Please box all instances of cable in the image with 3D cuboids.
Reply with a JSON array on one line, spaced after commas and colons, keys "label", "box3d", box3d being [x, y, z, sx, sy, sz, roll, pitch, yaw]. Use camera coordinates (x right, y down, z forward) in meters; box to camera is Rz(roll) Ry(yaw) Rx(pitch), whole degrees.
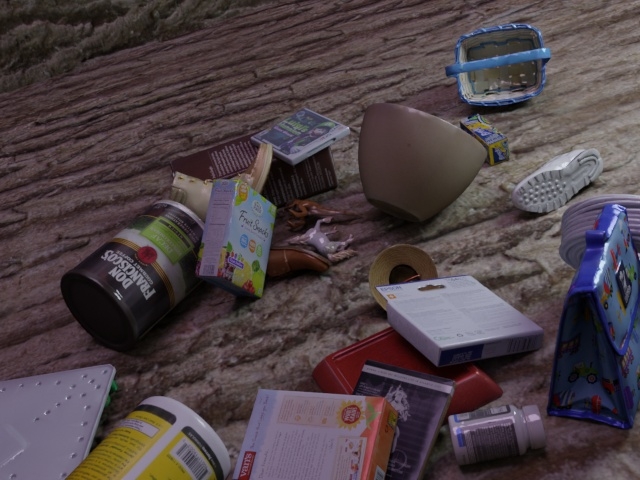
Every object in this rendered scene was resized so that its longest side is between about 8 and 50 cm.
[{"label": "cable", "box3d": [0.539, 0.011, 1.497, 0.257, 0.257, 0.089, -13, 55, 55]}]

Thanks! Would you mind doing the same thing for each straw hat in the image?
[{"label": "straw hat", "box3d": [0.164, 0.082, 1.706, 0.144, 0.145, 0.061, -12, -9, 6]}]

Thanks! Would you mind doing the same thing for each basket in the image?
[{"label": "basket", "box3d": [0.464, -0.448, 2.234, 0.254, 0.201, 0.289, -5, 3, 18]}]

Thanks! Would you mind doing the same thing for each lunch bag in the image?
[{"label": "lunch bag", "box3d": [0.430, 0.101, 1.351, 0.138, 0.293, 0.221, 5, 38, 31]}]

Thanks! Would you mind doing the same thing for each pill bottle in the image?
[{"label": "pill bottle", "box3d": [0.269, 0.294, 1.331, 0.137, 0.078, 0.078, -11, 32, 7]}, {"label": "pill bottle", "box3d": [-0.302, 0.408, 1.306, 0.187, 0.188, 0.334, 10, 40, 35]}]

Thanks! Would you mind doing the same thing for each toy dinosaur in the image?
[{"label": "toy dinosaur", "box3d": [-0.022, -0.071, 2.031, 0.211, 0.064, 0.112, 17, 43, 40]}]

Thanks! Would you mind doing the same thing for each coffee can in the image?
[{"label": "coffee can", "box3d": [-0.376, 0.070, 1.841, 0.201, 0.202, 0.275, 10, 40, 35]}]

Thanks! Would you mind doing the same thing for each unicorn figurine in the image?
[{"label": "unicorn figurine", "box3d": [0.000, 0.000, 1.914, 0.111, 0.060, 0.162, -31, 35, -24]}]

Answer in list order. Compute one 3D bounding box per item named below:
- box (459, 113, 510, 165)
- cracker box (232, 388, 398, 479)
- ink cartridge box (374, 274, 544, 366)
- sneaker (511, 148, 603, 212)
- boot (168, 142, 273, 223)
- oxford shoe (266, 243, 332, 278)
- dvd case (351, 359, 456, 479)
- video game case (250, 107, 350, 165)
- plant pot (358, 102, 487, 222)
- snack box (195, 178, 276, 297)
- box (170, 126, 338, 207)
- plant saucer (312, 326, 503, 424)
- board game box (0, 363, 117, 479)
[{"label": "box", "box3d": [0.396, -0.246, 2.116, 0.054, 0.059, 0.169, -19, 32, -7]}, {"label": "cracker box", "box3d": [-0.008, 0.321, 1.364, 0.232, 0.067, 0.156, -1, 57, 29]}, {"label": "ink cartridge box", "box3d": [0.238, 0.137, 1.548, 0.223, 0.045, 0.224, -5, 27, -26]}, {"label": "sneaker", "box3d": [0.497, -0.128, 1.887, 0.235, 0.090, 0.094, -25, 20, -21]}, {"label": "boot", "box3d": [-0.234, -0.130, 2.007, 0.203, 0.262, 0.095, 22, -3, -3]}, {"label": "oxford shoe", "box3d": [-0.073, 0.051, 1.882, 0.212, 0.076, 0.076, 7, 69, 28]}, {"label": "dvd case", "box3d": [0.103, 0.304, 1.371, 0.164, 0.018, 0.221, 9, 63, 34]}, {"label": "video game case", "box3d": [-0.051, -0.253, 2.107, 0.173, 0.022, 0.190, -31, 36, -22]}, {"label": "plant pot", "box3d": [0.197, -0.150, 1.909, 0.284, 0.284, 0.191, 17, 82, 41]}, {"label": "snack box", "box3d": [-0.171, -0.002, 1.806, 0.070, 0.174, 0.207, 1, 74, 25]}, {"label": "box", "box3d": [-0.166, -0.165, 2.170, 0.381, 0.143, 0.191, -18, 33, -6]}, {"label": "plant saucer", "box3d": [0.139, 0.231, 1.514, 0.259, 0.048, 0.258, -24, 33, -11]}, {"label": "board game box", "box3d": [-0.586, 0.398, 1.575, 0.389, 0.050, 0.390, -10, 32, 9]}]
